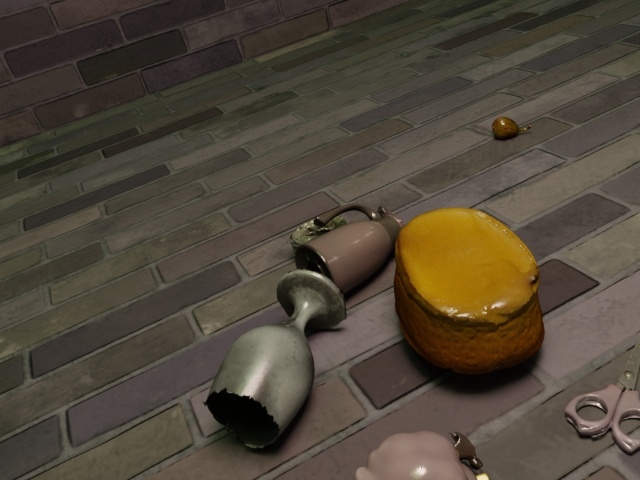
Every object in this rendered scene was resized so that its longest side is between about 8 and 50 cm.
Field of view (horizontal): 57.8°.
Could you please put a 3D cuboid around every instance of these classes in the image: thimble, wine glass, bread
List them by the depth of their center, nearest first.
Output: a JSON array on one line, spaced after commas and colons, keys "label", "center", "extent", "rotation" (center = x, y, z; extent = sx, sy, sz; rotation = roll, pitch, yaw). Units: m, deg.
[{"label": "wine glass", "center": [-0.056, 0.154, 0.799], "extent": [0.127, 0.126, 0.241], "rotation": [2, 34, 24]}, {"label": "bread", "center": [0.199, 0.067, 0.811], "extent": [0.196, 0.142, 0.269], "rotation": [-13, 35, -1]}, {"label": "thimble", "center": [0.000, 0.000, 1.063], "extent": [0.110, 0.062, 0.084], "rotation": [-14, 30, 0]}]

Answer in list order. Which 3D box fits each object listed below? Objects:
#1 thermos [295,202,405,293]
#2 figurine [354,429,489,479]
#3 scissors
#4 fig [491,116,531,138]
[{"label": "thermos", "center": [0.054, 0.003, 0.985], "extent": [0.193, 0.105, 0.137], "rotation": [-29, 72, -28]}, {"label": "figurine", "center": [0.090, 0.277, 0.579], "extent": [0.138, 0.111, 0.229], "rotation": [12, 51, 27]}, {"label": "scissors", "center": [0.371, 0.174, 0.703], "extent": [0.100, 0.015, 0.189], "rotation": [14, 41, 35]}, {"label": "fig", "center": [0.424, -0.250, 1.287], "extent": [0.084, 0.050, 0.050], "rotation": [2, 36, 8]}]
